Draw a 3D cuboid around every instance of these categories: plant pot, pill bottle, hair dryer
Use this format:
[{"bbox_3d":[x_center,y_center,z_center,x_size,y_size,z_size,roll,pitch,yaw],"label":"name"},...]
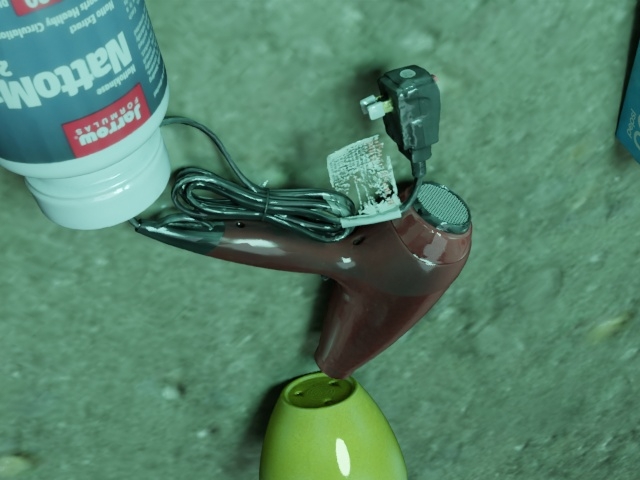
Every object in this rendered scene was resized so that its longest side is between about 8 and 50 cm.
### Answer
[{"bbox_3d":[0.005,0.173,0.804,0.134,0.134,0.095,-13,109,-13],"label":"plant pot"},{"bbox_3d":[-0.138,-0.095,0.474,0.108,0.108,0.180,-19,137,-7],"label":"pill bottle"},{"bbox_3d":[0.000,0.000,0.678,0.223,0.080,0.293,-12,132,9],"label":"hair dryer"}]

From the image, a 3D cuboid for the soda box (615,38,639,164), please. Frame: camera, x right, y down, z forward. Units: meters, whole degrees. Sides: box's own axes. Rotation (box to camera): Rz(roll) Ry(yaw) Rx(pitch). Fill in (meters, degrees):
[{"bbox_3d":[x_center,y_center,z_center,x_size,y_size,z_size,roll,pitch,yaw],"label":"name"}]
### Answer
[{"bbox_3d":[0.271,-0.133,0.641,0.067,0.071,0.210,-19,143,-8],"label":"soda box"}]
